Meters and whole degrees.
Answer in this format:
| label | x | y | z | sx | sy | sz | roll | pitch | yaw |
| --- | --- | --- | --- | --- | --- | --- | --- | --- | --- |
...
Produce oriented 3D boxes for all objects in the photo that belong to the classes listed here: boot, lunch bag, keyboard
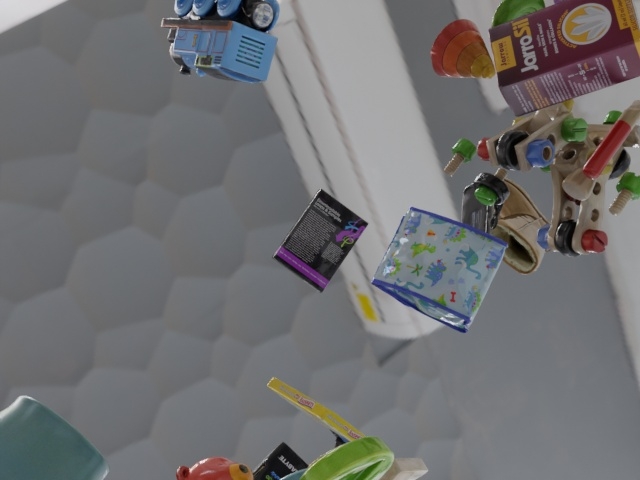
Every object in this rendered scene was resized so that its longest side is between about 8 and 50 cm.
| label | x | y | z | sx | sy | sz | roll | pitch | yaw |
| --- | --- | --- | --- | --- | --- | --- | --- | --- | --- |
| boot | 0.403 | -0.043 | 2.104 | 0.236 | 0.269 | 0.089 | 41 | -67 | 14 |
| lunch bag | 0.163 | 0.037 | 1.365 | 0.151 | 0.128 | 0.096 | 25 | -16 | 10 |
| keyboard | 0.301 | -0.036 | 1.824 | 0.023 | 0.180 | 0.108 | 21 | -28 | -28 |

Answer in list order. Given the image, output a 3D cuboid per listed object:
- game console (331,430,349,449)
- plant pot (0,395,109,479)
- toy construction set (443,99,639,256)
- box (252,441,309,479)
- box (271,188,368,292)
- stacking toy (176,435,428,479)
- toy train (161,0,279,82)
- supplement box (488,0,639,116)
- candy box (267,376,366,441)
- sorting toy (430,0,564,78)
| label | x | y | z | sx | sy | sz | roll | pitch | yaw |
| --- | --- | --- | --- | --- | --- | --- | --- | --- | --- |
| game console | 0.051 | 0.415 | 1.901 | 0.122 | 0.071 | 0.107 | 15 | -31 | 47 |
| plant pot | -0.460 | 0.380 | 1.451 | 0.272 | 0.255 | 0.271 | 31 | -28 | 18 |
| toy construction set | 0.391 | -0.141 | 1.450 | 0.257 | 0.237 | 0.309 | 41 | -17 | -7 |
| box | -0.053 | 0.517 | 1.527 | 0.295 | 0.293 | 0.073 | 43 | -34 | 5 |
| box | 0.000 | 0.000 | 1.848 | 0.116 | 0.162 | 0.029 | 37 | -8 | -11 |
| stacking toy | -0.027 | 0.318 | 1.315 | 0.130 | 0.279 | 0.309 | 57 | 10 | 28 |
| toy train | -0.119 | -0.239 | 1.135 | 0.184 | 0.080 | 0.105 | 18 | -88 | 51 |
| supplement box | 0.326 | -0.251 | 1.293 | 0.081 | 0.188 | 0.104 | 41 | 38 | -53 |
| candy box | -0.009 | 0.305 | 1.756 | 0.105 | 0.027 | 0.206 | 43 | -13 | -29 |
| sorting toy | 0.397 | -0.400 | 1.911 | 0.126 | 0.366 | 0.127 | 48 | -20 | 44 |
